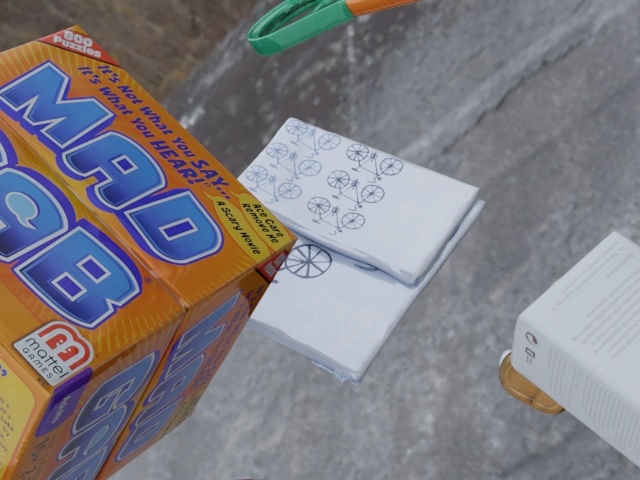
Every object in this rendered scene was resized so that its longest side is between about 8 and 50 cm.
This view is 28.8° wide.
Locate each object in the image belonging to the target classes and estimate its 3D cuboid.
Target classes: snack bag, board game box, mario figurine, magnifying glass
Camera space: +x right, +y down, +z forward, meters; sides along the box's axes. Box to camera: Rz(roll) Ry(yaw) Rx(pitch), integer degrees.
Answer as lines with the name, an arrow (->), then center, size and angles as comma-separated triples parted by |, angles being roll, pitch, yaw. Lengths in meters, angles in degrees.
snack bag -> 0.000, 0.000, 1.652 | 0.323, 0.037, 0.342 | 25, 59, 24
board game box -> -0.316, 0.056, 1.330 | 0.356, 0.356, 0.356 | -33, -18, -45
mario figurine -> 0.281, 0.094, 1.413 | 0.198, 0.320, 0.170 | -6, 91, 22
magnifying glass -> 0.017, -0.201, 1.073 | 0.092, 0.026, 0.231 | -47, 24, -29

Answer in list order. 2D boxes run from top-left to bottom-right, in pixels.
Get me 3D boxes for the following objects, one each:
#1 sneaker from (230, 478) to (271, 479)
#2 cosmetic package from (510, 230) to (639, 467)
sneaker -> -0.010, 0.296, 1.312 | 0.136, 0.313, 0.116 | 95, 179, -64
cosmetic package -> 0.264, 0.107, 0.906 | 0.117, 0.085, 0.231 | -38, 60, -21
